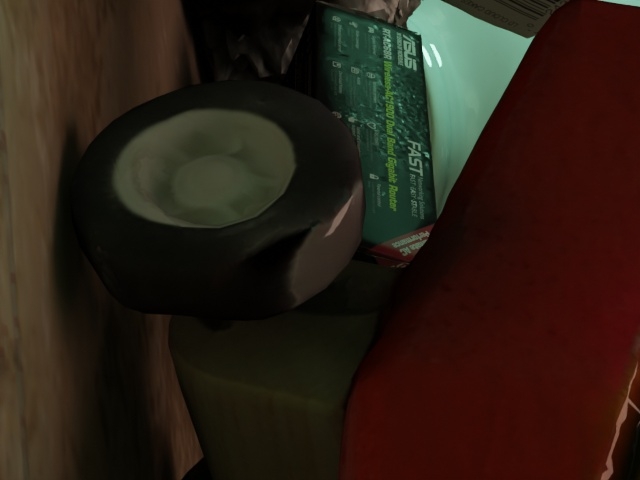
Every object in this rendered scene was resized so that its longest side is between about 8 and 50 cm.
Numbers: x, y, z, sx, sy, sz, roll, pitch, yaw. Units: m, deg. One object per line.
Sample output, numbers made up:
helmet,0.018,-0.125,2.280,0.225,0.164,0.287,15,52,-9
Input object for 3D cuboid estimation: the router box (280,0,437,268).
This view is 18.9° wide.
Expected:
router box,0.000,0.000,0.577,0.122,0.038,0.092,-89,-160,-51

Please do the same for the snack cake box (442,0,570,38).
snack cake box,0.081,-0.155,0.392,0.152,0.264,0.089,19,56,-38

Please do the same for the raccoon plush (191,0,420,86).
raccoon plush,0.090,-0.237,0.571,0.446,0.299,0.216,80,6,-50

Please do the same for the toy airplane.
toy airplane,0.094,0.133,0.319,0.386,0.272,0.384,-13,98,-86

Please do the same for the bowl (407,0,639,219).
bowl,0.087,-0.059,1.086,0.298,0.134,0.297,8,-81,64
